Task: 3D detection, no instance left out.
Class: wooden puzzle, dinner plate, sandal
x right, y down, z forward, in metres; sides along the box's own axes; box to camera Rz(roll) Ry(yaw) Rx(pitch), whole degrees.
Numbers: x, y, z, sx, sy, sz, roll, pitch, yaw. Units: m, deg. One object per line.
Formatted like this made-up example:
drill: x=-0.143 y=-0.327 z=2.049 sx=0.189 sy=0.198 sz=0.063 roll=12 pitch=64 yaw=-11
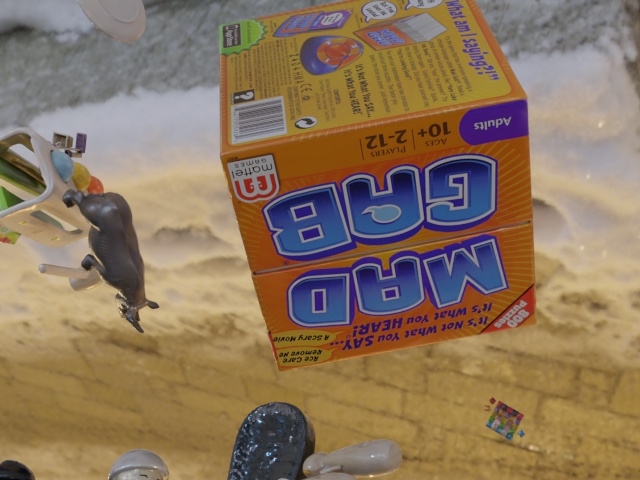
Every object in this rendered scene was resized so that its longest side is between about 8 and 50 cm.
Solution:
wooden puzzle: x=0.309 y=0.302 z=1.622 sx=0.083 sy=0.049 sz=0.006 roll=28 pitch=-179 yaw=29
dinner plate: x=-0.303 y=-0.355 z=1.401 sx=0.017 sy=0.141 sz=0.141 roll=-25 pitch=127 yaw=31
sandal: x=-0.111 y=0.433 z=1.368 sx=0.168 sy=0.445 sz=0.107 roll=-13 pitch=143 yaw=27

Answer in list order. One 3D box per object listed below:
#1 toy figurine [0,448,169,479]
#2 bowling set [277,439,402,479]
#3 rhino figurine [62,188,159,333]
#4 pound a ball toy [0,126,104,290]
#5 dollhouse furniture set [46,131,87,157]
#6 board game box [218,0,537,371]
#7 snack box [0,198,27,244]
toy figurine: x=-0.240 y=0.315 z=0.983 sx=0.213 sy=0.148 sz=0.209 roll=-8 pitch=143 yaw=0
bowling set: x=0.001 y=0.385 z=1.217 sx=0.154 sy=0.199 sz=0.287 roll=-19 pitch=175 yaw=35
rhino figurine: x=-0.308 y=0.034 z=1.458 sx=0.106 sy=0.073 sz=0.243 roll=4 pitch=115 yaw=45
pound a ball toy: x=-0.427 y=-0.046 z=1.603 sx=0.136 sy=0.208 sz=0.319 roll=-23 pitch=169 yaw=1
dollhouse furniture set: x=-0.565 y=-0.191 z=2.050 sx=0.081 sy=0.091 sz=0.114 roll=1 pitch=-169 yaw=-43
board game box: x=0.072 y=-0.096 z=1.320 sx=0.356 sy=0.356 sz=0.356 roll=-11 pitch=127 yaw=2
snack box: x=-0.687 y=-0.049 z=2.045 sx=0.037 sy=0.100 sz=0.141 roll=45 pitch=-164 yaw=31
